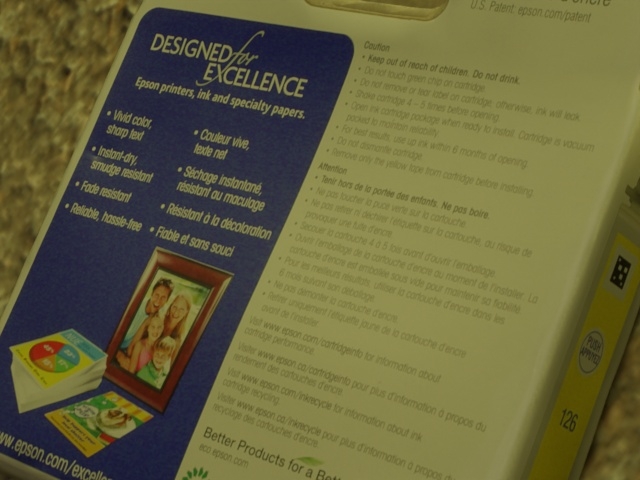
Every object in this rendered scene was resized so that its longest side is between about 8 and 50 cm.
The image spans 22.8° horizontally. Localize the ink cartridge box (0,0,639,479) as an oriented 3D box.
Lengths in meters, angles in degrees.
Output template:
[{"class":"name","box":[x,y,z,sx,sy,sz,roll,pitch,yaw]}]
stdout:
[{"class":"ink cartridge box","box":[0.000,0.000,0.717,0.303,0.072,0.307,15,77,40]}]
